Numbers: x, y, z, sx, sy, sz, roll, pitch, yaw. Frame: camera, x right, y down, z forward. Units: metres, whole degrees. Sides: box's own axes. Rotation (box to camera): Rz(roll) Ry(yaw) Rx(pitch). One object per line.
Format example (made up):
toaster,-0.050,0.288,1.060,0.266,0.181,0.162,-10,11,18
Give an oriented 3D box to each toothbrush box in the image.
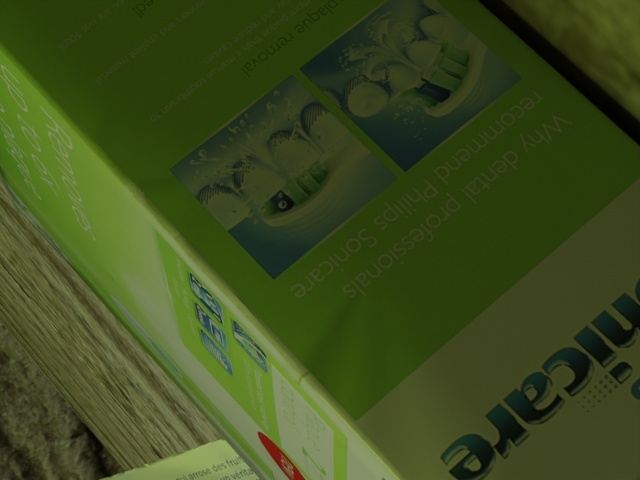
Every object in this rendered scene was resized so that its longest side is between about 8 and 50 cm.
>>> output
toothbrush box,0.000,0.000,0.500,0.283,0.122,0.206,45,164,19

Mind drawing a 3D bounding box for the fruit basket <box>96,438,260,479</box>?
fruit basket,-0.004,0.243,0.743,0.327,0.165,0.353,-25,104,42
